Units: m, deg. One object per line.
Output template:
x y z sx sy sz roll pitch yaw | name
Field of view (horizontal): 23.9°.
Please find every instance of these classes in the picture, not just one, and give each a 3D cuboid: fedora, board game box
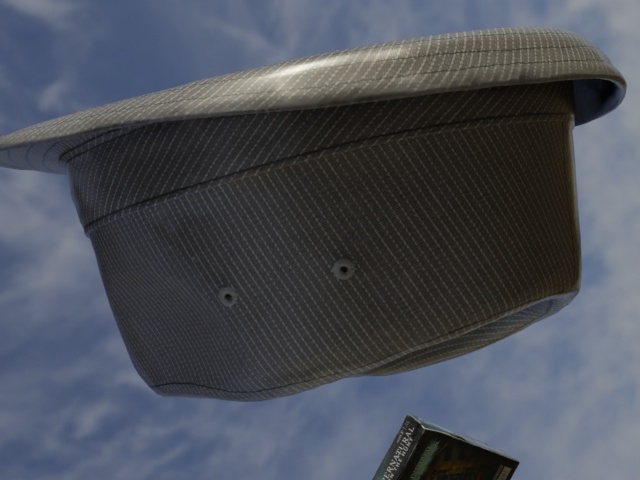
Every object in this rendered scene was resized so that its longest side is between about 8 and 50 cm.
0.000 0.000 0.640 0.244 0.275 0.124 4 -105 -73 | fedora
0.069 0.234 1.176 0.126 0.026 0.186 27 -87 -43 | board game box
